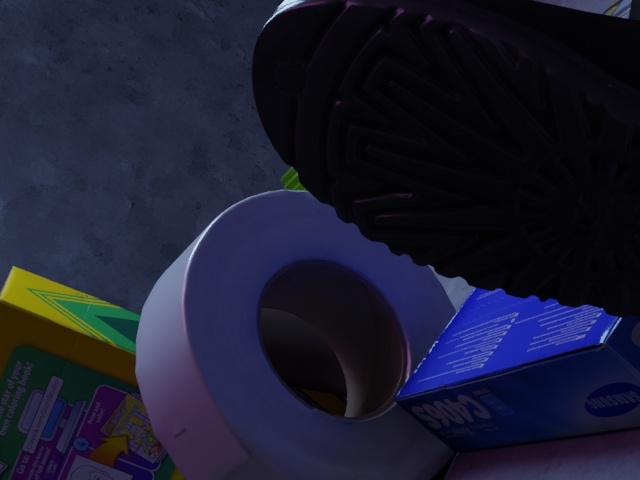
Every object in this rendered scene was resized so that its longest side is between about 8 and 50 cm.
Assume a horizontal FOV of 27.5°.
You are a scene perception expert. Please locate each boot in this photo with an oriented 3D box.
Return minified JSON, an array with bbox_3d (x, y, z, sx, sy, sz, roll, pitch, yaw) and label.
[{"bbox_3d":[0.201,-0.140,0.797,0.445,0.367,0.146,-60,-9,-47],"label":"boot"}]

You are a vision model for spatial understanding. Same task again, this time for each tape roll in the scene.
[{"bbox_3d":[-0.012,0.102,1.122,0.100,0.286,0.286,-41,10,47],"label":"tape roll"}]

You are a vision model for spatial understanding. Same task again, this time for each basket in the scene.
[{"bbox_3d":[-0.002,0.081,1.369,0.227,0.154,0.204,15,54,37],"label":"basket"}]

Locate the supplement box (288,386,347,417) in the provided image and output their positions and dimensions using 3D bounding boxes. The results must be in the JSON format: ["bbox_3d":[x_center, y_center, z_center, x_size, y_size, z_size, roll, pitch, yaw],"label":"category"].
[{"bbox_3d":[0.020,0.103,1.597,0.191,0.129,0.194,-51,6,-10],"label":"supplement box"}]

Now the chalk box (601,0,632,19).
[{"bbox_3d":[0.298,-0.145,1.158,0.213,0.132,0.132,-50,5,-15],"label":"chalk box"}]

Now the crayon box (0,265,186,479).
[{"bbox_3d":[-0.290,0.254,1.576,0.106,0.313,0.363,-88,23,-68],"label":"crayon box"}]

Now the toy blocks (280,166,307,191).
[{"bbox_3d":[0.000,0.000,2.291,0.381,0.190,0.261,-43,20,44],"label":"toy blocks"}]

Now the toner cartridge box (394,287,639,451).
[{"bbox_3d":[0.185,0.061,0.956,0.165,0.075,0.348,-53,7,-20],"label":"toner cartridge box"}]
